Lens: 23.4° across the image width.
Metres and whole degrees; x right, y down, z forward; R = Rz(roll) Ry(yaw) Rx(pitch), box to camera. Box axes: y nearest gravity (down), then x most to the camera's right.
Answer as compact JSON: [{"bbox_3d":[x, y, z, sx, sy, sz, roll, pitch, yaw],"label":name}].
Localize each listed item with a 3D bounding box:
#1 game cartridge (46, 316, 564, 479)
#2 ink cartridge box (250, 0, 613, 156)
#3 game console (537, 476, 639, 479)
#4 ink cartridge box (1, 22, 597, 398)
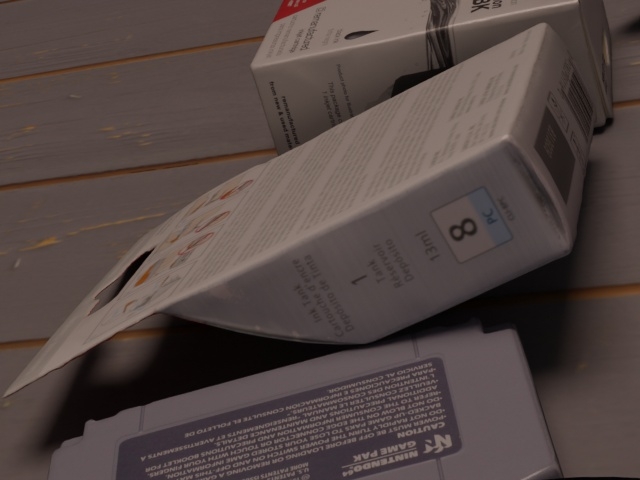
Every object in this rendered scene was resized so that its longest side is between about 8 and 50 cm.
[{"bbox_3d":[-0.015,0.141,0.871,0.294,0.060,0.196,-15,23,5],"label":"game cartridge"},{"bbox_3d":[0.100,-0.160,1.302,0.273,0.114,0.197,-9,27,15],"label":"ink cartridge box"},{"bbox_3d":[0.185,0.140,0.567,0.387,0.060,0.342,-3,-2,29],"label":"game console"},{"bbox_3d":[0.000,0.000,1.080,0.385,0.091,0.308,-27,13,21],"label":"ink cartridge box"}]
